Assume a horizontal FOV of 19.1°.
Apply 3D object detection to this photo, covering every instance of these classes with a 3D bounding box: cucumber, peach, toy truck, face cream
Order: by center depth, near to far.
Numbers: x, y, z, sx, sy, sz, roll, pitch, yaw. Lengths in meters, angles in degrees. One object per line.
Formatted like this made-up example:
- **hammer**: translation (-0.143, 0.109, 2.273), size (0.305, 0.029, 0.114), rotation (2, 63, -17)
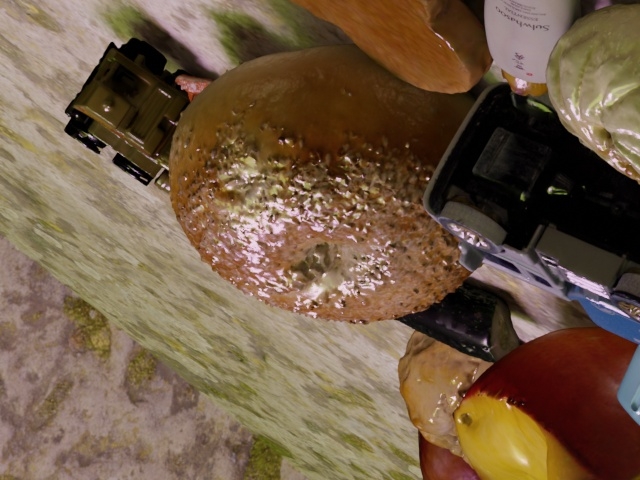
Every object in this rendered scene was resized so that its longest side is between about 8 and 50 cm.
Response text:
- **face cream**: translation (0.150, -0.159, 1.339), size (0.072, 0.051, 0.182), rotation (23, 164, 13)
- **toy truck**: translation (0.267, 0.010, 1.450), size (0.367, 0.146, 0.175), rotation (26, 168, 28)
- **peach**: translation (0.301, 0.214, 1.857), size (0.306, 0.242, 0.380), rotation (59, 174, -12)
- **toy truck**: translation (-0.134, -0.099, 1.981), size (0.257, 0.127, 0.127), rotation (35, 176, -14)
- **cucumber**: translation (0.118, 0.068, 2.107), size (0.241, 0.074, 0.074), rotation (23, 162, 39)

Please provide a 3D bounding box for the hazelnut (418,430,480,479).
- **hazelnut**: translation (0.214, 0.282, 2.443), size (0.181, 0.181, 0.212), rotation (-3, 153, 18)

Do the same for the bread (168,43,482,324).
- **bread**: translation (0.015, -0.035, 1.638), size (0.305, 0.159, 0.305), rotation (5, 143, 4)

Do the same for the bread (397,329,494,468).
- **bread**: translation (0.193, 0.197, 2.243), size (0.244, 0.134, 0.244), rotation (29, 165, 9)

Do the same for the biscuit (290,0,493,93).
- **biscuit**: translation (-0.015, -0.243, 1.417), size (0.376, 0.051, 0.269), rotation (42, 167, -24)

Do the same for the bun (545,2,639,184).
- **bun**: translation (0.238, -0.079, 1.287), size (0.188, 0.111, 0.164), rotation (35, 169, -15)

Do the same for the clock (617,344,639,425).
- **clock**: translation (0.403, 0.167, 1.581), size (0.274, 0.094, 0.223), rotation (16, -162, -27)

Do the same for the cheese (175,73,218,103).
- **cheese**: translation (-0.010, -0.062, 1.855), size (0.329, 0.129, 0.217), rotation (40, 168, -31)
